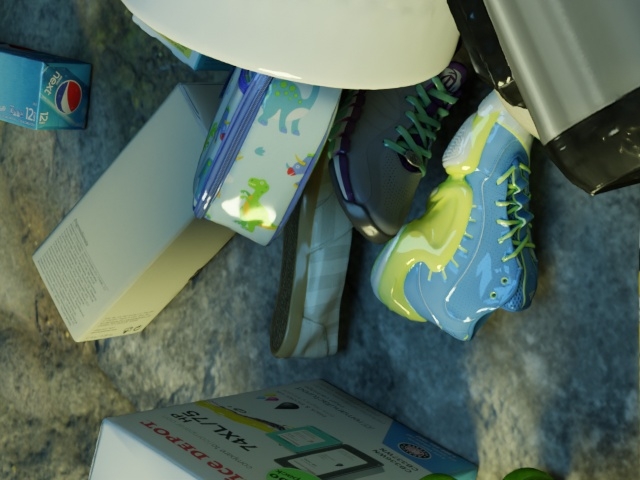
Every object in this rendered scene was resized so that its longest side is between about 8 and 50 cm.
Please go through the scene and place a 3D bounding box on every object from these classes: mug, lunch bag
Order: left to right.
[{"bbox_3d":[-0.034,-0.115,1.433,0.090,0.219,0.176,24,119,-8],"label":"lunch bag"},{"bbox_3d":[0.016,-0.339,1.325,0.276,0.374,0.328,15,117,0],"label":"mug"}]

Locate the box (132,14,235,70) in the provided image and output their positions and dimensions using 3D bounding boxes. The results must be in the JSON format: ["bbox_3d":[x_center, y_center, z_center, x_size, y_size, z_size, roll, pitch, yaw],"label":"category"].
[{"bbox_3d":[-0.083,-0.284,1.581,0.100,0.060,0.244,40,118,31],"label":"box"}]

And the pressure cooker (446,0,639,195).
[{"bbox_3d":[0.234,-0.276,1.017,0.420,0.376,0.370,67,163,3],"label":"pressure cooker"}]

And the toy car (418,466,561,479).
[{"bbox_3d":[0.148,0.281,1.337,0.155,0.149,0.188,-175,84,-77],"label":"toy car"}]

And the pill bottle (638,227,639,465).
[{"bbox_3d":[0.313,0.141,1.186,0.188,0.188,0.333,3,96,41],"label":"pill bottle"}]

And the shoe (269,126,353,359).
[{"bbox_3d":[0.000,0.000,1.541,0.076,0.058,0.219,-155,74,-77],"label":"shoe"}]

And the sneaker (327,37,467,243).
[{"bbox_3d":[0.069,-0.101,1.395,0.098,0.083,0.223,-26,41,33],"label":"sneaker"}]

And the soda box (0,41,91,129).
[{"bbox_3d":[-0.333,-0.168,1.804,0.210,0.067,0.071,17,104,39],"label":"soda box"}]

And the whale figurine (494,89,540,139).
[{"bbox_3d":[0.216,-0.182,1.302,0.216,0.141,0.272,-25,54,26],"label":"whale figurine"}]

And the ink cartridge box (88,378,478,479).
[{"bbox_3d":[-0.042,0.256,1.451,0.198,0.270,0.197,26,110,36],"label":"ink cartridge box"}]

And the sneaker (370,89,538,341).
[{"bbox_3d":[0.146,-0.019,1.403,0.126,0.091,0.240,38,118,12],"label":"sneaker"}]

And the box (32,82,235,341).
[{"bbox_3d":[-0.154,-0.025,1.642,0.275,0.094,0.113,-43,67,34],"label":"box"}]
